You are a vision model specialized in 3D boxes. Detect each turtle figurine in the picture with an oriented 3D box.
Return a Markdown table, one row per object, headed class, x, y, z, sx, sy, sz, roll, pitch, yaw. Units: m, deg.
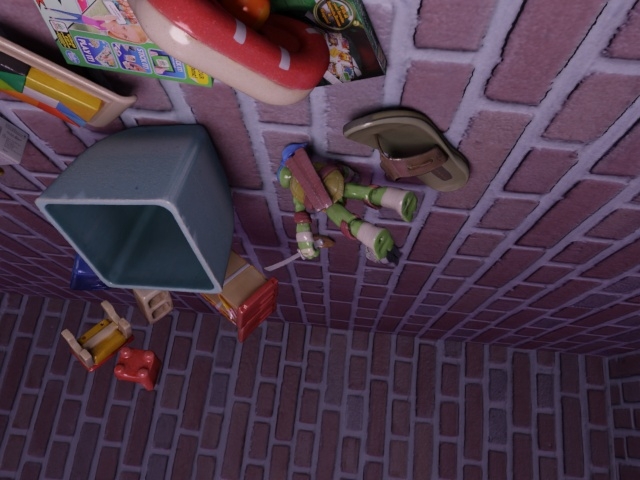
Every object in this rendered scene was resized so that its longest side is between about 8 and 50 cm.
| class | x | y | z | sx | sy | sz | roll | pitch | yaw |
| --- | --- | --- | --- | --- | --- | --- | --- | --- | --- |
| turtle figurine | 0.042 | -0.049 | 0.995 | 0.266 | 0.274 | 0.198 | 24 | -144 | 34 |

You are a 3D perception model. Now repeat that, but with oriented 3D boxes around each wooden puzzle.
| class | x | y | z | sx | sy | sz | roll | pitch | yaw |
| --- | --- | --- | --- | --- | --- | --- | --- | --- | --- |
| wooden puzzle | -0.437 | -0.240 | 0.818 | 0.239 | 0.044 | 0.221 | 18 | 171 | -32 |

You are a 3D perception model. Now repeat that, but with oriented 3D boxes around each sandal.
| class | x | y | z | sx | sy | sz | roll | pitch | yaw |
| --- | --- | --- | --- | --- | --- | --- | --- | --- | --- |
| sandal | 0.167 | -0.140 | 0.898 | 0.303 | 0.086 | 0.120 | 22 | 155 | -38 |

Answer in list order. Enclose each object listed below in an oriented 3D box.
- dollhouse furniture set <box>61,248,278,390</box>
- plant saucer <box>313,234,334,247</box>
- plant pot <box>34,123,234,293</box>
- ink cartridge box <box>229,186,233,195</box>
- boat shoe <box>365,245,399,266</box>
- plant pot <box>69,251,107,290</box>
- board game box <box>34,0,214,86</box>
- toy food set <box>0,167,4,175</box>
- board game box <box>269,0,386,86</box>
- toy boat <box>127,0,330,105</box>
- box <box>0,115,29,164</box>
| class | x | y | z | sx | sy | sz | roll | pitch | yaw |
| --- | --- | --- | --- | --- | --- | --- | --- | --- | --- |
| dollhouse furniture set | -0.284 | 0.163 | 1.044 | 0.201 | 0.374 | 0.152 | 39 | 150 | 18 |
| plant saucer | 0.000 | 0.000 | 1.459 | 0.083 | 0.015 | 0.083 | 7 | 160 | 2 |
| plant pot | -0.292 | -0.078 | 0.943 | 0.248 | 0.252 | 0.247 | 2 | 141 | 15 |
| ink cartridge box | -0.328 | -0.074 | 1.178 | 0.231 | 0.134 | 0.078 | 11 | 161 | -15 |
| boat shoe | 0.156 | 0.031 | 1.392 | 0.076 | 0.083 | 0.226 | -2 | 160 | 20 |
| plant pot | -0.532 | 0.015 | 1.369 | 0.212 | 0.236 | 0.236 | 10 | 160 | -27 |
| board game box | -0.243 | -0.311 | 0.614 | 0.214 | 0.046 | 0.317 | 9 | 161 | -4 |
| toy food set | -0.808 | -0.183 | 1.105 | 0.218 | 0.071 | 0.128 | 3 | -160 | -19 |
| board game box | -0.016 | -0.285 | 0.639 | 0.136 | 0.030 | 0.260 | 1 | 160 | 23 |
| toy boat | -0.074 | -0.250 | 0.541 | 0.231 | 0.151 | 0.151 | 14 | 125 | -48 |
| box | -0.686 | -0.207 | 1.017 | 0.137 | 0.072 | 0.126 | 0 | 160 | 18 |
